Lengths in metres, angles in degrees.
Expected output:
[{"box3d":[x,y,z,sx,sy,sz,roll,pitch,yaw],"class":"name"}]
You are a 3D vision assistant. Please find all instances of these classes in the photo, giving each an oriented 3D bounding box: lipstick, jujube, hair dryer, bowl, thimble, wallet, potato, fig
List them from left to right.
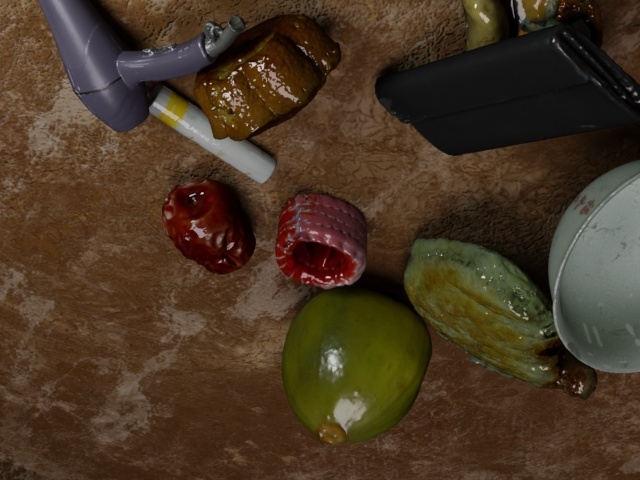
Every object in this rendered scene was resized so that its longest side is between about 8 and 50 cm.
[{"box3d":[-0.274,-0.326,1.476,0.361,0.121,0.301,-4,130,28],"class":"hair dryer"},{"box3d":[-0.214,-0.022,1.840,0.155,0.155,0.230,-11,143,19],"class":"jujube"},{"box3d":[-0.197,-0.192,1.704,0.264,0.059,0.059,33,133,-27],"class":"lipstick"},{"box3d":[0.003,0.004,1.856,0.189,0.125,0.163,28,134,-24],"class":"thimble"},{"box3d":[0.072,0.274,1.999,0.343,0.343,0.343,4,140,3],"class":"fig"},{"box3d":[0.257,-0.338,1.451,0.070,0.092,0.138,-12,137,2],"class":"potato"},{"box3d":[0.288,-0.224,1.478,0.228,0.062,0.406,30,160,-30],"class":"wallet"},{"box3d":[0.563,0.008,1.689,0.434,0.196,0.435,-10,120,-18],"class":"bowl"}]

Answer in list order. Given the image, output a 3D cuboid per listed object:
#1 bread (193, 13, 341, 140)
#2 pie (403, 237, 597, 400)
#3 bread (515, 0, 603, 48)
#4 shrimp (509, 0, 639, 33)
[{"box3d":[-0.087,-0.256,1.493,0.246,0.232,0.135,-17,125,35],"class":"bread"},{"box3d":[0.344,0.128,1.867,0.395,0.180,0.418,15,155,52],"class":"pie"},{"box3d":[0.384,-0.293,1.493,0.139,0.095,0.269,-12,146,13],"class":"bread"},{"box3d":[0.448,-0.337,1.357,0.272,0.085,0.445,-40,117,12],"class":"shrimp"}]
